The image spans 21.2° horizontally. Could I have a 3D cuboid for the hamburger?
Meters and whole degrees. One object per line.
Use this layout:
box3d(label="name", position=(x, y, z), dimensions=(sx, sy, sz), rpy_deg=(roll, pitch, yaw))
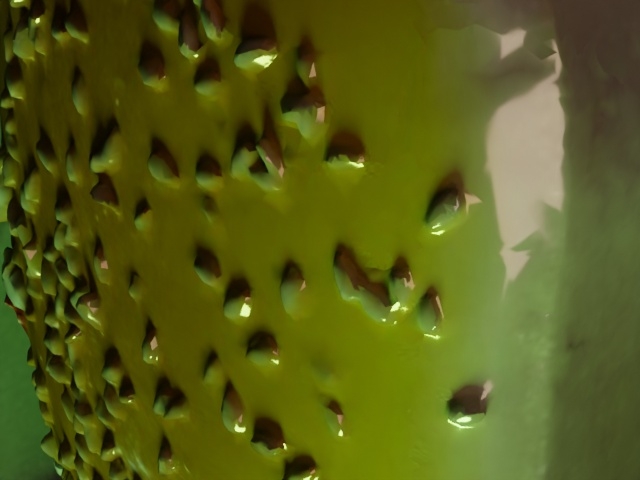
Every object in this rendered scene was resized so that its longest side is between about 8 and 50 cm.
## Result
box3d(label="hamburger", position=(0.000, 0.000, 0.436), dimensions=(0.151, 0.227, 0.295), rpy_deg=(-6, 112, -23))

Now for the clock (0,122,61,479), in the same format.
box3d(label="clock", position=(-0.134, 0.004, 0.523), dimensions=(0.281, 0.055, 0.280), rpy_deg=(-16, 117, -33))
